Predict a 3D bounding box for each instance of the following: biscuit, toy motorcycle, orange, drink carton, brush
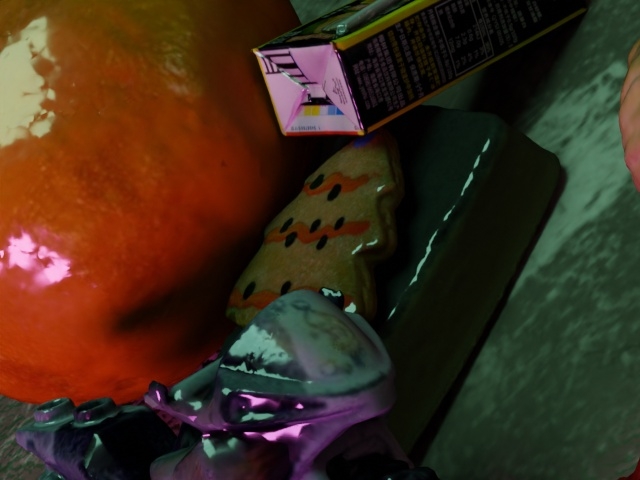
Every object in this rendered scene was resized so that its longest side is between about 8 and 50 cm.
[{"bbox_3d":[0.000,0.000,0.831,0.119,0.019,0.130,1,59,55],"label":"biscuit"},{"bbox_3d":[-0.041,0.098,0.737,0.270,0.159,0.106,-2,17,46],"label":"toy motorcycle"},{"bbox_3d":[-0.129,-0.048,0.956,0.284,0.226,0.283,-47,29,37],"label":"orange"},{"bbox_3d":[0.053,-0.109,0.879,0.166,0.056,0.071,-31,23,-33],"label":"drink carton"},{"bbox_3d":[0.026,0.022,0.851,0.123,0.059,0.197,10,66,54],"label":"brush"}]

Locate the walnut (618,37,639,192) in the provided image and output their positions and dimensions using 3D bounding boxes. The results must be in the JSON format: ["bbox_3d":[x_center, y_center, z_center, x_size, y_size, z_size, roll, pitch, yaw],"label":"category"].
[{"bbox_3d":[0.201,-0.048,0.606,0.184,0.155,0.155,-26,40,41],"label":"walnut"}]

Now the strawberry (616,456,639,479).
[{"bbox_3d":[0.169,0.080,0.586,0.208,0.087,0.167,-50,30,1],"label":"strawberry"}]
